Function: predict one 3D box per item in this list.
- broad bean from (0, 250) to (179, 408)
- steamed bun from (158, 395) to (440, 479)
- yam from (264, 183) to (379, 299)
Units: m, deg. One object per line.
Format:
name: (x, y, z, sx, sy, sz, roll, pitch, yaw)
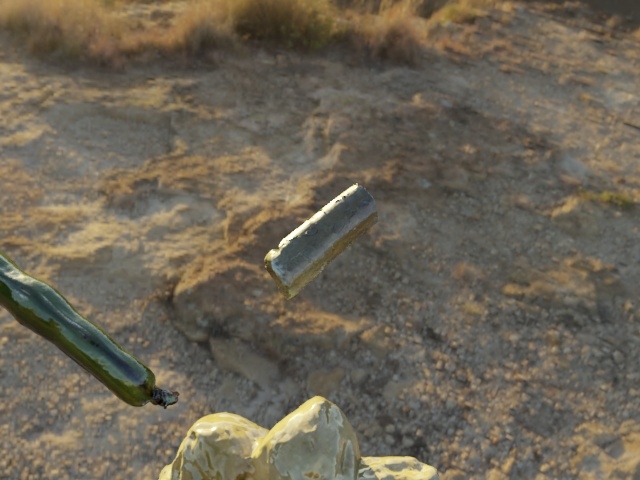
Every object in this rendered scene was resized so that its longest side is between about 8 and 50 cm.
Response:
broad bean: (-0.207, 0.063, 0.628, 0.227, 0.069, 0.039, 36, 75, 5)
steamed bun: (-0.024, 0.280, 0.717, 0.295, 0.292, 0.137, 22, 29, 5)
yam: (0.000, 0.000, 0.825, 0.132, 0.054, 0.054, -40, 55, -17)
